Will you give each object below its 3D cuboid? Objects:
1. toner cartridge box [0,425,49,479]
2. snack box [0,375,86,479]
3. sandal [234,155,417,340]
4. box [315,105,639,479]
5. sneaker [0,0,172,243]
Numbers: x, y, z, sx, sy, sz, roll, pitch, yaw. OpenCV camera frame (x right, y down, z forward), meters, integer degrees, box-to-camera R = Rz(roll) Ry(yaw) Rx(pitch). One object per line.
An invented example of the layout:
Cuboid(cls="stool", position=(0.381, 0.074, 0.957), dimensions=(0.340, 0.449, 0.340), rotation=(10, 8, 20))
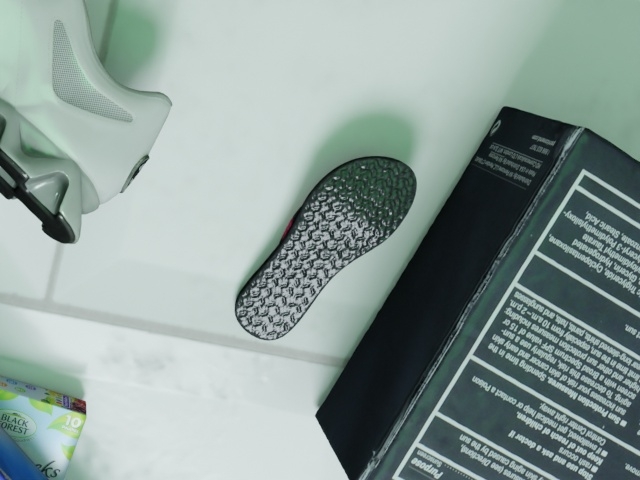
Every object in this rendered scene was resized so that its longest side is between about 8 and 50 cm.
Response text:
Cuboid(cls="toner cartridge box", position=(-0.257, 0.233, 0.997), dimensions=(0.165, 0.075, 0.348), rotation=(-36, 109, 1))
Cuboid(cls="snack box", position=(-0.245, 0.174, 1.044), dimensions=(0.100, 0.037, 0.141), rotation=(19, 99, -16))
Cuboid(cls="sandal", position=(0.000, 0.000, 1.064), dimensions=(0.067, 0.040, 0.179), rotation=(40, 106, -11))
Cuboid(cls="box", position=(0.201, 0.101, 1.046), dimensions=(0.296, 0.183, 0.294), rotation=(31, 93, -14))
Cuboid(cls="sneaker", position=(-0.240, -0.162, 0.948), dimensions=(0.330, 0.122, 0.146), rotation=(47, 72, -15))
